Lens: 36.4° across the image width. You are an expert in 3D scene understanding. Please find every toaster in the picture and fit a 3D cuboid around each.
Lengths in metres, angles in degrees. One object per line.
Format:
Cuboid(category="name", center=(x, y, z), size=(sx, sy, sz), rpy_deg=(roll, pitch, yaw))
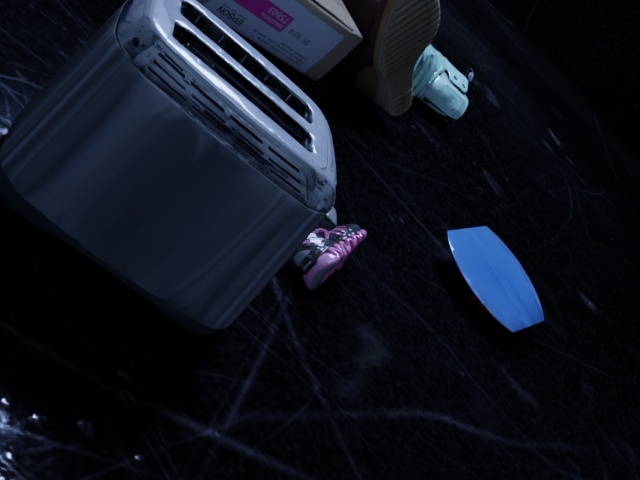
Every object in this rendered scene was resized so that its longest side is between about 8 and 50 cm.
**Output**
Cuboid(category="toaster", center=(-0.095, -0.057, 0.621), size=(0.227, 0.146, 0.129), rpy_deg=(39, 23, -21))

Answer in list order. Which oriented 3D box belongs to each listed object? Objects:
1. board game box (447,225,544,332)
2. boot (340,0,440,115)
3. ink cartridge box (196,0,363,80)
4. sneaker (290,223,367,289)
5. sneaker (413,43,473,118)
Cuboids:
Cuboid(category="board game box", center=(0.192, 0.050, 1.120), size=(0.169, 0.033, 0.133), rpy_deg=(-7, 63, -58))
Cuboid(category="boot", center=(0.050, -0.291, 1.223), size=(0.207, 0.090, 0.248), rpy_deg=(54, -19, 23))
Cuboid(category="ink cartridge box", center=(-0.079, -0.319, 1.146), size=(0.235, 0.088, 0.193), rpy_deg=(26, 32, -47))
Cuboid(category="sneaker", center=(0.000, 0.000, 0.842), size=(0.057, 0.047, 0.119), rpy_deg=(39, 20, 7))
Cuboid(category="sneaker", center=(0.163, -0.240, 1.440), size=(0.151, 0.094, 0.256), rpy_deg=(40, 21, -5))
